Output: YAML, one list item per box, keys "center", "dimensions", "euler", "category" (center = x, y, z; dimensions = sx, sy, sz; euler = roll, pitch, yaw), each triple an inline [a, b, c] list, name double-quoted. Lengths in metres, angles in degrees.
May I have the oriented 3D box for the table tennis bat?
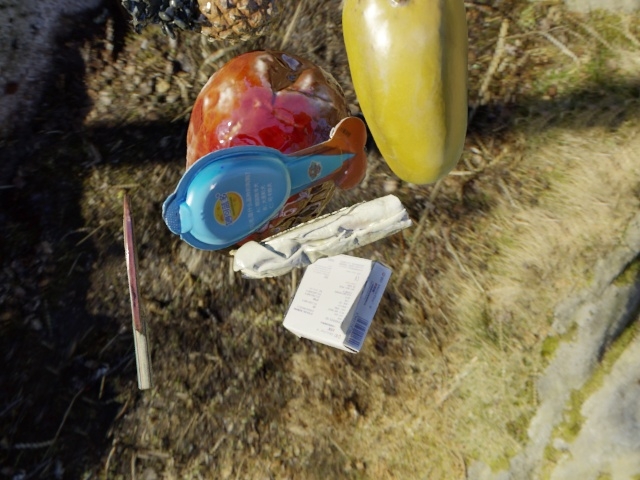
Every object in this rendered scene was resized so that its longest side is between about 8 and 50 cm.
- center: [-0.263, 0.078, 1.128]
  dimensions: [0.023, 0.173, 0.301]
  euler: [-5, 115, -12]
  category: "table tennis bat"

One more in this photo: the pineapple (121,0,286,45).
- center: [-0.204, -0.396, 1.284]
  dimensions: [0.279, 0.158, 0.157]
  euler: [-13, 102, -23]
  category: "pineapple"

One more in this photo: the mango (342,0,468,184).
- center: [0.084, -0.154, 0.757]
  dimensions: [0.114, 0.156, 0.251]
  euler: [-10, 130, -2]
  category: "mango"

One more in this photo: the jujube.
- center: [-0.084, -0.112, 1.097]
  dimensions: [0.223, 0.223, 0.318]
  euler: [18, 136, -9]
  category: "jujube"

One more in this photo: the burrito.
- center: [0.000, 0.000, 0.797]
  dimensions: [0.186, 0.041, 0.045]
  euler: [-21, 128, 3]
  category: "burrito"

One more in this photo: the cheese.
- center: [-0.047, -0.061, 0.803]
  dimensions: [0.256, 0.037, 0.106]
  euler: [-23, 128, -32]
  category: "cheese"

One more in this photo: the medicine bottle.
- center: [0.025, 0.108, 1.460]
  dimensions: [0.052, 0.201, 0.171]
  euler: [29, 77, -34]
  category: "medicine bottle"
